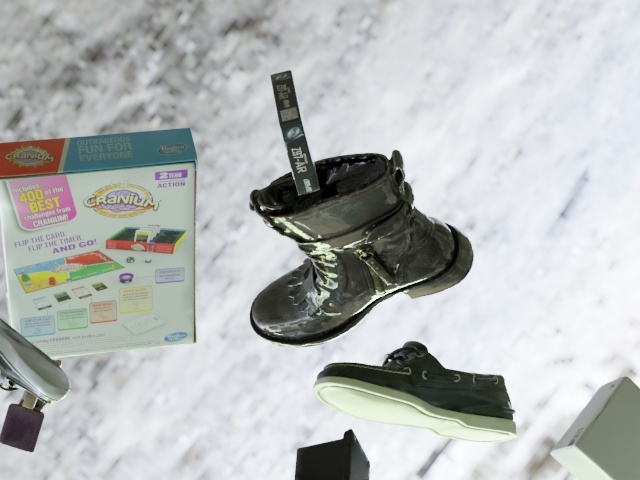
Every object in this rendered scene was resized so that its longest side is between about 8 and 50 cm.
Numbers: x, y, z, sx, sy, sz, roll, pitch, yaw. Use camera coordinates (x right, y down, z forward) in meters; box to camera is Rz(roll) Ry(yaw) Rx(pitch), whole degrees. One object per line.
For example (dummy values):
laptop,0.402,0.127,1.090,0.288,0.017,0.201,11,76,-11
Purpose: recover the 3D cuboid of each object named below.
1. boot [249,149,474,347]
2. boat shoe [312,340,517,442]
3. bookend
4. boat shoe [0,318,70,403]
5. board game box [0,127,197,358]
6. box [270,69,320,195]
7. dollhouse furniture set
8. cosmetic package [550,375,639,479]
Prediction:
boot,0.000,0.000,1.637,0.263,0.091,0.229,-23,149,21
boat shoe,0.137,0.199,2.459,0.127,0.340,0.113,-28,-128,55
bookend,-0.022,0.337,2.238,0.156,0.157,0.072,-87,157,-49
boat shoe,-0.264,0.105,1.493,0.049,0.142,0.040,21,101,-50
board game box,-0.274,0.010,2.163,0.242,0.064,0.317,-5,133,-11
box,-0.020,-0.085,1.373,0.083,0.018,0.067,-101,176,-57
dollhouse furniture set,-0.314,0.138,1.697,0.081,0.114,0.091,-89,-164,-80
cosmetic package,0.403,0.284,2.098,0.117,0.231,0.085,-48,-178,-21
